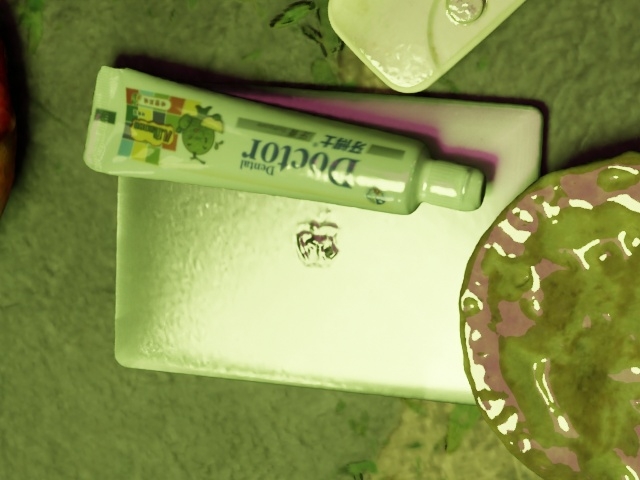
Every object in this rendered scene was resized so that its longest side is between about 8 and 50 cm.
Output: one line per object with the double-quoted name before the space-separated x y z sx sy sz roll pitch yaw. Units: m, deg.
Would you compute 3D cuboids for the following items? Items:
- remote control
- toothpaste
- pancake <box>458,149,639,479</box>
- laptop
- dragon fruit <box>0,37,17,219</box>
"remote control" 0.105 -0.185 0.956 0.090 0.049 0.230 47 109 3
"toothpaste" -0.025 -0.052 1.012 0.255 0.037 0.067 12 101 17
"pancake" 0.200 0.050 0.978 0.236 0.042 0.222 -27 96 16
"laptop" 0.000 0.000 1.039 0.269 0.015 0.188 5 101 14
"dragon fruit" -0.283 -0.069 0.948 0.228 0.329 0.286 -34 89 12
